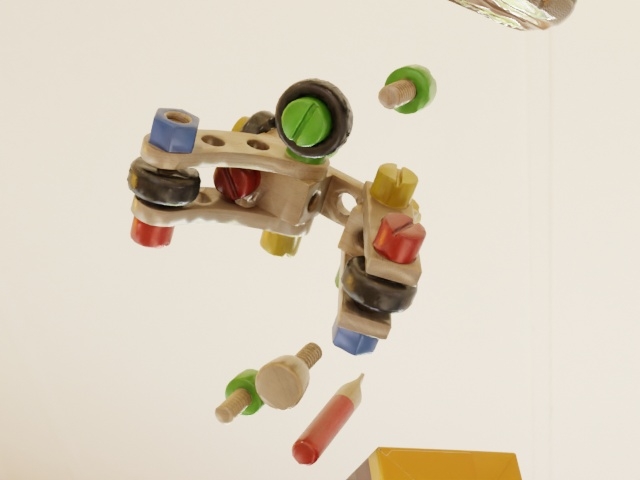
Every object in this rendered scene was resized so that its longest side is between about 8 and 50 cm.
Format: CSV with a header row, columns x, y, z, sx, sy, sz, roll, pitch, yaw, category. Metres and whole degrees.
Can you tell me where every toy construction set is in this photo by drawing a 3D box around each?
x,y,z,sx,sy,sz,roll,pitch,yaw,category
0.000,0.000,0.924,0.257,0.237,0.309,1,-74,22,toy construction set

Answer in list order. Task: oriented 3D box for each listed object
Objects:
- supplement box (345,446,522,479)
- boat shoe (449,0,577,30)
x,y,z,sx,sy,sz,roll,pitch,yaw,category
0.078,0.296,0.879,0.129,0.191,0.194,7,-37,-22,supplement box
0.035,-0.242,0.724,0.324,0.123,0.116,32,-27,-18,boat shoe
